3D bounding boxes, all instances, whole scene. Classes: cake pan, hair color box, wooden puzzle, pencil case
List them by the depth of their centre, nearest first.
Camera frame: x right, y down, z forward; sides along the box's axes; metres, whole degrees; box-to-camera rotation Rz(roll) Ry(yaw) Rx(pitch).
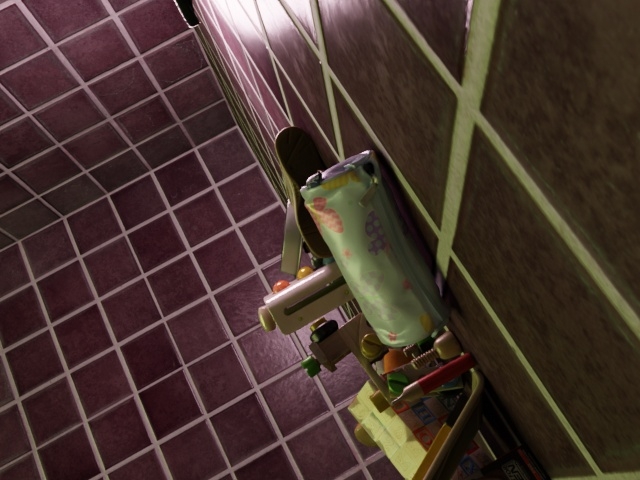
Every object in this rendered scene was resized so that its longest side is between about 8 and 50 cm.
[{"bbox_3d":[0.081,0.011,0.910,0.124,0.113,0.273,-16,107,41],"label":"pencil case"},{"bbox_3d":[0.250,0.357,0.926,0.072,0.141,0.043,57,175,39],"label":"hair color box"},{"bbox_3d":[0.195,0.335,1.020,0.044,0.239,0.221,22,158,23],"label":"wooden puzzle"},{"bbox_3d":[-0.080,-0.033,1.921,0.293,0.054,0.294,-174,90,-86],"label":"cake pan"}]

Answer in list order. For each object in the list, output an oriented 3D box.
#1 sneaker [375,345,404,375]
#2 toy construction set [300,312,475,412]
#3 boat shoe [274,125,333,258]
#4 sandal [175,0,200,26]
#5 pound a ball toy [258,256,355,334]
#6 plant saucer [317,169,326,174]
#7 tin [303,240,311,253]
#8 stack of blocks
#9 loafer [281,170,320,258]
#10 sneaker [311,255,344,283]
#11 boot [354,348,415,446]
[{"bbox_3d":[0.204,0.363,1.740,0.252,0.111,0.103,58,175,39],"label":"sneaker"},{"bbox_3d":[0.100,0.208,1.105,0.258,0.237,0.309,62,176,-6],"label":"toy construction set"},{"bbox_3d":[-0.023,-0.109,1.455,0.098,0.109,0.303,-118,6,-77],"label":"boat shoe"},{"bbox_3d":[-0.293,-0.631,1.429,0.168,0.106,0.446,64,-172,-49],"label":"sandal"},{"bbox_3d":[-0.043,0.143,1.844,0.136,0.319,0.208,62,176,-6],"label":"pound a ball toy"},{"bbox_3d":[0.055,-0.058,1.285,0.199,0.036,0.198,60,176,7],"label":"plant saucer"},{"bbox_3d":[0.000,0.000,1.881,0.189,0.106,0.040,177,72,-85],"label":"tin"},{"bbox_3d":[0.215,0.381,1.242,0.171,0.087,0.297,-8,-133,-47],"label":"stack of blocks"},{"bbox_3d":[-0.012,-0.091,1.688,0.109,0.095,0.303,-70,-34,-54],"label":"loafer"},{"bbox_3d":[0.051,0.113,2.254,0.132,0.086,0.229,54,-177,25],"label":"sneaker"},{"bbox_3d":[0.156,0.339,1.435,0.295,0.104,0.211,28,-134,-47],"label":"boot"}]
